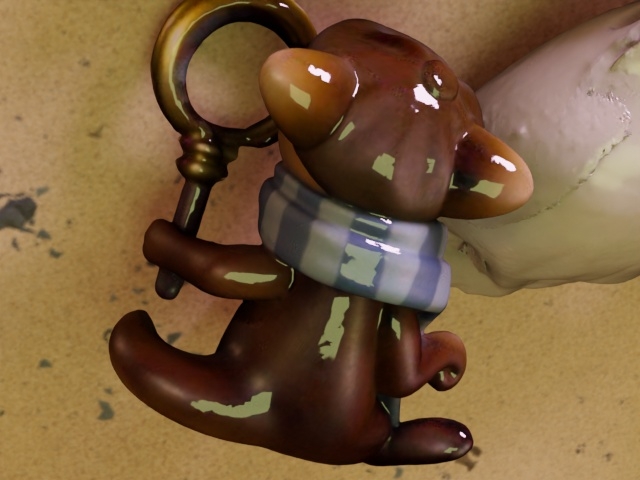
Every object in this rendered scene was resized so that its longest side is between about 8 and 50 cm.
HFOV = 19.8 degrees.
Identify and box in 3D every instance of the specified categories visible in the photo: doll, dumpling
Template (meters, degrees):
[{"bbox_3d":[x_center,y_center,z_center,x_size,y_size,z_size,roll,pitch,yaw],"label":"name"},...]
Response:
[{"bbox_3d":[0.000,-0.001,1.340,0.318,0.209,0.339,18,114,-4],"label":"doll"},{"bbox_3d":[0.226,-0.043,1.409,0.260,0.181,0.341,31,110,-32],"label":"dumpling"}]
